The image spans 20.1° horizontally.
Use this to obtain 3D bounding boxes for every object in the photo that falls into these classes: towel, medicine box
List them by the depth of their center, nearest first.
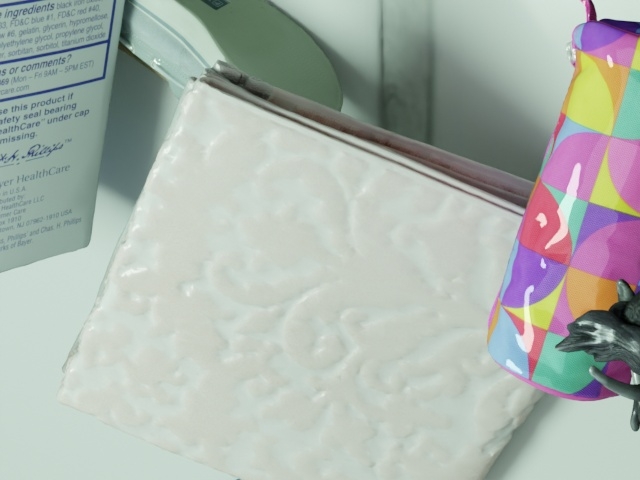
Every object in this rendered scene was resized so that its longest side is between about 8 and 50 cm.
[{"bbox_3d":[0.007,0.055,1.249,0.317,0.053,0.332,23,130,-9],"label":"towel"},{"bbox_3d":[-0.284,-0.159,1.340,0.263,0.149,0.289,41,132,35],"label":"medicine box"}]

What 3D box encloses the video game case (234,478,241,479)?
[{"bbox_3d":[-0.006,0.229,1.455,0.166,0.015,0.119,-30,92,42],"label":"video game case"}]

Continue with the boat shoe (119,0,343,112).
[{"bbox_3d":[-0.076,-0.133,1.293,0.227,0.079,0.081,40,136,23],"label":"boat shoe"}]

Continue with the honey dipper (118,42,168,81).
[{"bbox_3d":[-0.127,-0.134,1.357,0.161,0.030,0.030,34,128,16],"label":"honey dipper"}]

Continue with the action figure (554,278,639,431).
[{"bbox_3d":[0.244,0.052,1.000,0.164,0.276,0.141,-10,107,40],"label":"action figure"}]

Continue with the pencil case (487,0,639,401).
[{"bbox_3d":[0.171,-0.023,1.090,0.104,0.104,0.236,21,104,28],"label":"pencil case"}]
